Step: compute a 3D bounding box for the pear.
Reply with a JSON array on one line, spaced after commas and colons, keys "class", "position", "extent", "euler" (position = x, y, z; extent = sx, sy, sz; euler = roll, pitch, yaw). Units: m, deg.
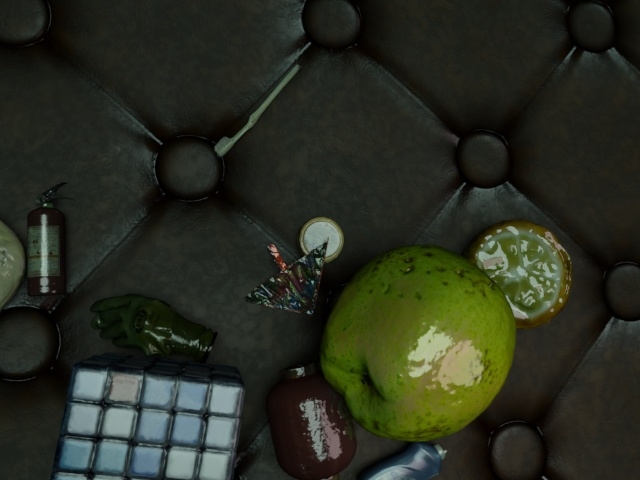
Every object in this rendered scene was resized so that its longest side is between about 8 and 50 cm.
[{"class": "pear", "position": [0.183, 0.205, 1.082], "extent": [0.392, 0.391, 0.390], "euler": [1, 83, -11]}]

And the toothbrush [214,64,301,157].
[{"class": "toothbrush", "position": [-0.138, -0.298, 1.263], "extent": [0.028, 0.026, 0.294], "euler": [40, 78, 12]}]

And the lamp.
[{"class": "lamp", "position": [-0.015, 0.378, 1.134], "extent": [0.180, 0.180, 0.257], "euler": [-12, 86, -12]}]

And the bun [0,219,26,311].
[{"class": "bun", "position": [-0.728, 0.048, 1.049], "extent": [0.288, 0.146, 0.287], "euler": [1, 82, -8]}]

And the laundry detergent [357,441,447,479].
[{"class": "laundry detergent", "position": [0.187, 0.503, 1.206], "extent": [0.206, 0.061, 0.096], "euler": [-27, 86, -13]}]

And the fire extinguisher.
[{"class": "fire extinguisher", "position": [-0.543, -0.003, 1.123], "extent": [0.099, 0.071, 0.230], "euler": [-3, 83, 7]}]

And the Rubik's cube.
[{"class": "Rubik's cube", "position": [-0.304, 0.369, 1.016], "extent": [0.293, 0.292, 0.286], "euler": [10, 81, -12]}]

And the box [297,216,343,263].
[{"class": "box", "position": [0.000, 0.000, 1.246], "extent": [0.106, 0.037, 0.105], "euler": [1, 84, -10]}]

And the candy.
[{"class": "candy", "position": [0.452, 0.077, 1.282], "extent": [0.260, 0.118, 0.259], "euler": [1, 81, -9]}]

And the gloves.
[{"class": "gloves", "position": [-0.340, 0.174, 1.119], "extent": [0.268, 0.107, 0.135], "euler": [12, 40, 4]}]

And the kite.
[{"class": "kite", "position": [-0.059, 0.084, 1.219], "extent": [0.232, 0.009, 0.189], "euler": [-32, 103, 0]}]
